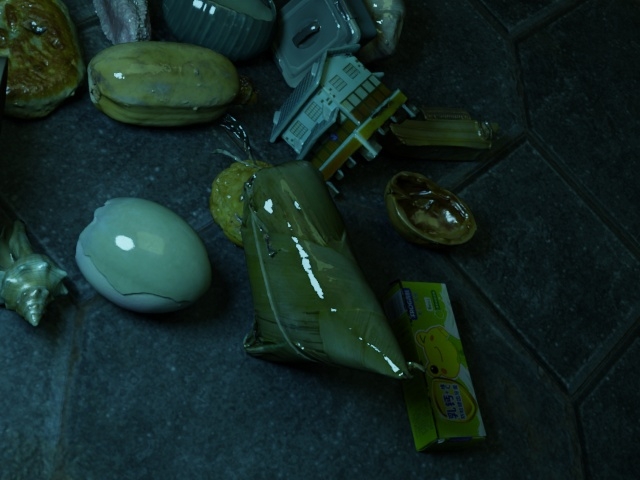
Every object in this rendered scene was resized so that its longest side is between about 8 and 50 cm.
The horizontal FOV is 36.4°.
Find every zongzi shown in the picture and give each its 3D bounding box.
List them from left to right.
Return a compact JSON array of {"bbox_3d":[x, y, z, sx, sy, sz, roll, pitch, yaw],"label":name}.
[{"bbox_3d":[0.000,0.000,1.575,0.181,0.418,0.447,-14,100,-30],"label":"zongzi"}]

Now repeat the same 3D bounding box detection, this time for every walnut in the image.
[{"bbox_3d":[0.210,-0.044,1.994,0.211,0.087,0.167,26,44,-14],"label":"walnut"}]

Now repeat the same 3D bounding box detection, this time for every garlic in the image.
[{"bbox_3d":[0.100,-0.487,2.188,0.218,0.218,0.212,50,12,8],"label":"garlic"}]

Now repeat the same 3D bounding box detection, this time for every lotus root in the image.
[{"bbox_3d":[-0.272,-0.297,1.837,0.343,0.169,0.151,-5,70,-30],"label":"lotus root"}]

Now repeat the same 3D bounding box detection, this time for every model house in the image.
[{"bbox_3d":[0.037,-0.242,1.946,0.215,0.224,0.198,46,52,0],"label":"model house"}]

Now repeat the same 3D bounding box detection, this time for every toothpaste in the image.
[{"bbox_3d":[0.207,0.230,1.823,0.110,0.077,0.327,5,58,-29],"label":"toothpaste"}]

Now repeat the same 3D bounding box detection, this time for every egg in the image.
[{"bbox_3d":[-0.284,0.033,1.610,0.217,0.183,0.183,31,50,4],"label":"egg"}]

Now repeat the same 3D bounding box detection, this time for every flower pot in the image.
[{"bbox_3d":[-0.205,-0.461,1.991,0.243,0.157,0.189,18,52,-17],"label":"flower pot"}]

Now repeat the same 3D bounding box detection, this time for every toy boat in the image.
[{"bbox_3d":[0.259,-0.240,2.145,0.310,0.089,0.115,-1,70,-30],"label":"toy boat"}]

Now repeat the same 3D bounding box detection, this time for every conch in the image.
[{"bbox_3d":[-0.484,0.065,1.540,0.137,0.114,0.234,-11,30,-44],"label":"conch"}]

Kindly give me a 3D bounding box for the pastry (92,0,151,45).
[{"bbox_3d":[-0.403,-0.486,1.937,0.112,0.103,0.265,-16,71,-43],"label":"pastry"}]

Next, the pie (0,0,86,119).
[{"bbox_3d":[-0.573,-0.364,1.772,0.315,0.092,0.315,13,57,-21],"label":"pie"}]

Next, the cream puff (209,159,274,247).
[{"bbox_3d":[-0.117,-0.069,1.806,0.189,0.129,0.189,14,52,-18],"label":"cream puff"}]

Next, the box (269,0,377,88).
[{"bbox_3d":[-0.001,-0.437,2.044,0.130,0.227,0.162,-20,81,-49],"label":"box"}]

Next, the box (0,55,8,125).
[{"bbox_3d":[-0.609,-0.153,1.496,0.216,0.301,0.301,9,56,-14],"label":"box"}]
